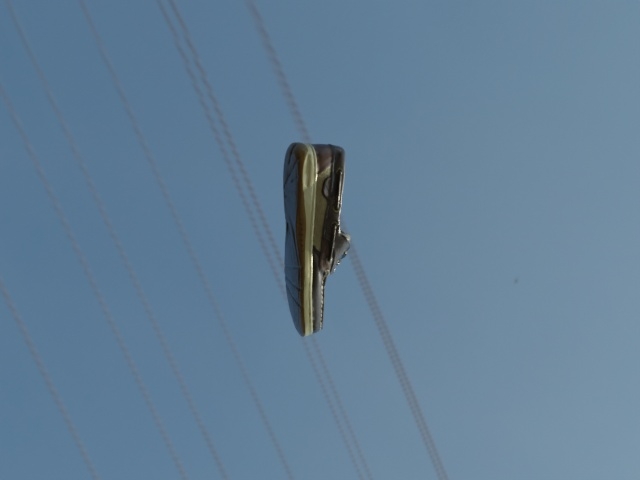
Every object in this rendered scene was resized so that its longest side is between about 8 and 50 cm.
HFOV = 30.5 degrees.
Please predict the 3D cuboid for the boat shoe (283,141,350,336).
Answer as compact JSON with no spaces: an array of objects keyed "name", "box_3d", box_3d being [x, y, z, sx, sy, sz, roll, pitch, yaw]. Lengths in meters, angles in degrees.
[{"name":"boat shoe","box_3d":[0.000,0.000,0.904,0.049,0.056,0.152,-4,-74,-16]}]
